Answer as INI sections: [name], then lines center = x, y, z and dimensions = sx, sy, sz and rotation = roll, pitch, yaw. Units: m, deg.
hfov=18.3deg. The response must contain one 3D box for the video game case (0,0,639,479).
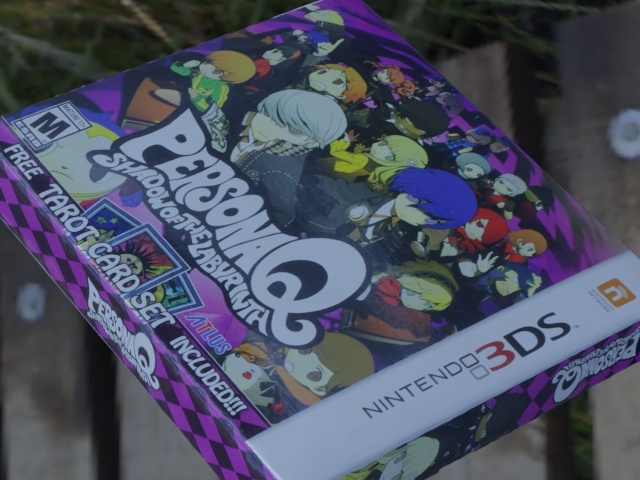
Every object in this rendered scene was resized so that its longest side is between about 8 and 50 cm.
[video game case]
center = 0.000, 0.000, 0.842
dimensions = 0.232, 0.210, 0.042
rotation = 47, 143, 29
